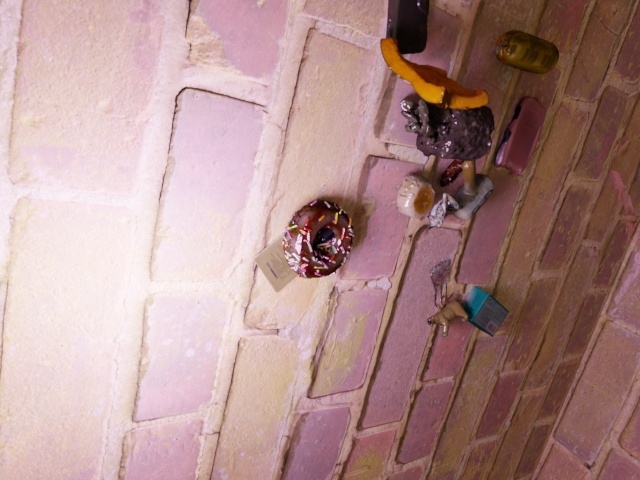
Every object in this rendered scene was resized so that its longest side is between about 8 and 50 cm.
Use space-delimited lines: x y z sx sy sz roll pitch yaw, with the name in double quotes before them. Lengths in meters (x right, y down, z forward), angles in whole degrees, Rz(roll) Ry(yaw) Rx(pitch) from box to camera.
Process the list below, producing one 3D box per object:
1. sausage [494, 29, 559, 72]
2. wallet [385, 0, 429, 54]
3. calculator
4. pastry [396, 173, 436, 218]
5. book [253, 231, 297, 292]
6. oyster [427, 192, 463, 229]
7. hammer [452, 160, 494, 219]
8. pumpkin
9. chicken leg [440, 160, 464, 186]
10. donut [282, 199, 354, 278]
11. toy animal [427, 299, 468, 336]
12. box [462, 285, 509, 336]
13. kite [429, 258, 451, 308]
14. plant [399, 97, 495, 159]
"sausage" 0.766 -0.693 1.881 0.347 0.123 0.123 -1 111 -37
"wallet" 0.270 -0.730 1.549 0.165 0.042 0.309 -14 119 -29
"calculator" 0.837 -0.435 2.106 0.220 0.048 0.329 13 100 -38
"pastry" 0.345 -0.159 1.840 0.166 0.088 0.165 -19 121 -34
"book" -0.107 0.054 1.647 0.192 0.013 0.168 -40 129 -15
"oyster" 0.449 -0.095 1.881 0.199 0.087 0.252 -36 165 31
"hammer" 0.563 -0.214 1.920 0.202 0.113 0.305 -51 149 -9
"pumpkin" 0.339 -0.493 1.550 0.258 0.290 0.095 -9 141 -44
"chicken leg" 0.527 -0.279 1.946 0.205 0.053 0.093 -42 153 -5
"donut" 0.000 0.000 1.629 0.270 0.103 0.269 -17 116 -39
"toy animal" 0.552 0.333 2.230 0.219 0.103 0.101 -32 109 -19
"box" 0.763 0.334 2.377 0.245 0.092 0.153 36 88 -40
"kite" 0.512 0.189 2.175 0.127 0.016 0.229 -19 118 -26
"plant" 0.403 -0.378 1.697 0.312 0.215 0.213 -2 108 -26
